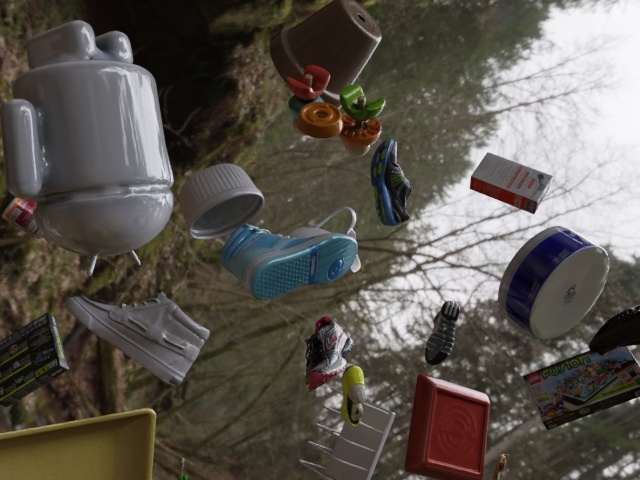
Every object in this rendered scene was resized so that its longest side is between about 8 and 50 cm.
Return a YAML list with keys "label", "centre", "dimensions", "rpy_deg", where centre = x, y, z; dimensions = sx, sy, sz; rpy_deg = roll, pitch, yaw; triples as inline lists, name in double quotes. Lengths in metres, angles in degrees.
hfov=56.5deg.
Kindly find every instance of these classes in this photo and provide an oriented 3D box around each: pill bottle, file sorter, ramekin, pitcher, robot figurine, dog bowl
- label: "pill bottle"
  centre: [-0.841, -0.060, 1.747]
  dimensions: [0.152, 0.086, 0.086]
  rpy_deg: [38, -3, -21]
- label: "file sorter"
  centre: [0.082, 0.656, 1.982]
  dimensions: [0.173, 0.278, 0.192]
  rpy_deg: [34, -16, -35]
- label: "ramekin"
  centre: [-0.256, -0.101, 1.494]
  dimensions: [0.109, 0.207, 0.207]
  rpy_deg: [60, -15, 17]
- label: "pitcher"
  centre: [0.000, 0.000, 1.602]
  dimensions: [0.125, 0.207, 0.178]
  rpy_deg: [25, 66, -61]
- label: "robot figurine"
  centre: [-0.330, -0.129, 0.881]
  dimensions: [0.300, 0.199, 0.354]
  rpy_deg: [-12, 94, -60]
- label: "dog bowl"
  centre: [0.562, 0.103, 1.435]
  dimensions: [0.104, 0.264, 0.265]
  rpy_deg: [43, -26, 47]

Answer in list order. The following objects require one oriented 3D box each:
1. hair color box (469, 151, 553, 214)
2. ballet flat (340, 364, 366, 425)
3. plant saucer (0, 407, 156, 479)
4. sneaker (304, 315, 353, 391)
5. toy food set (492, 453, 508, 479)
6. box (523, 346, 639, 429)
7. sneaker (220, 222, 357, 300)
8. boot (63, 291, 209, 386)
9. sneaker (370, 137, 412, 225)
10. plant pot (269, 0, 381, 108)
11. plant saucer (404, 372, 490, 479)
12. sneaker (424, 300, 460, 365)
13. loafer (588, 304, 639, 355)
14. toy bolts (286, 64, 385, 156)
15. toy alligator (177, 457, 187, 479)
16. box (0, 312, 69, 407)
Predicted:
- label: "hair color box"
  centre: [0.454, -0.138, 1.425]
  dimensions: [0.167, 0.093, 0.053]
  rpy_deg: [26, -27, 26]
- label: "ballet flat"
  centre: [0.104, 0.474, 1.790]
  dimensions: [0.077, 0.077, 0.231]
  rpy_deg: [-128, -148, -45]
- label: "plant saucer"
  centre: [-0.457, 0.468, 1.021]
  dimensions: [0.081, 0.332, 0.333]
  rpy_deg: [2, -92, 43]
- label: "sneaker"
  centre: [0.001, 0.309, 1.625]
  dimensions: [0.112, 0.120, 0.299]
  rpy_deg: [52, 16, -5]
- label: "toy food set"
  centre: [0.490, 0.623, 1.624]
  dimensions: [0.020, 0.083, 0.083]
  rpy_deg: [19, -52, 25]
- label: "box"
  centre: [0.518, 0.281, 1.168]
  dimensions: [0.036, 0.207, 0.114]
  rpy_deg: [53, 17, -35]
- label: "sneaker"
  centre: [-0.081, 0.018, 1.359]
  dimensions: [0.208, 0.319, 0.127]
  rpy_deg: [31, -60, 40]
- label: "boot"
  centre: [-0.322, 0.142, 1.062]
  dimensions: [0.258, 0.123, 0.095]
  rpy_deg: [31, -17, 10]
- label: "sneaker"
  centre: [0.155, -0.125, 1.275]
  dimensions: [0.067, 0.078, 0.188]
  rpy_deg: [165, -80, -67]
- label: "plant pot"
  centre: [0.033, -0.514, 1.583]
  dimensions: [0.229, 0.263, 0.263]
  rpy_deg: [-39, -110, 32]
- label: "plant saucer"
  centre: [0.360, 0.516, 1.612]
  dimensions: [0.047, 0.258, 0.259]
  rpy_deg: [-25, -132, 57]
- label: "sneaker"
  centre: [0.412, 0.324, 2.039]
  dimensions: [0.086, 0.229, 0.132]
  rpy_deg: [24, -15, 6]
- label: "loafer"
  centre: [0.579, 0.159, 1.062]
  dimensions: [0.078, 0.080, 0.220]
  rpy_deg: [52, -44, 10]
- label: "toy bolts"
  centre: [0.002, -0.266, 1.353]
  dimensions: [0.228, 0.218, 0.159]
  rpy_deg: [37, -36, 26]
- label: "toy alligator"
  centre: [-0.444, 0.809, 1.941]
  dimensions: [0.056, 0.051, 0.190]
  rpy_deg: [-15, -115, 47]
- label: "box"
  centre: [-0.779, 0.314, 1.585]
  dimensions: [0.184, 0.190, 0.045]
  rpy_deg: [56, -3, 33]
